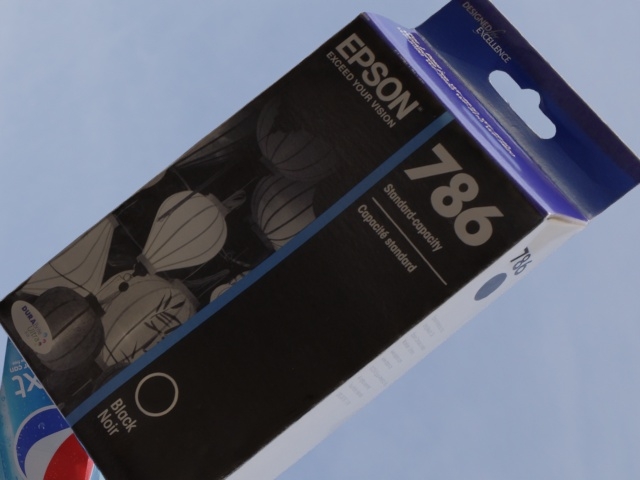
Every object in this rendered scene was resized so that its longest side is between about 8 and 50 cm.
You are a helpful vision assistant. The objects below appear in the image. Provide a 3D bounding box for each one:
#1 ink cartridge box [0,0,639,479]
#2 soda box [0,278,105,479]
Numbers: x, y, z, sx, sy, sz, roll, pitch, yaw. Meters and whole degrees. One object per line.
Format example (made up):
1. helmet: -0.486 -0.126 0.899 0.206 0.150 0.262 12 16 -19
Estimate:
1. ink cartridge box: 0.000 0.000 0.782 0.333 0.065 0.165 -39 -113 -3
2. soda box: -0.177 0.129 0.964 0.067 0.071 0.210 11 -78 4
